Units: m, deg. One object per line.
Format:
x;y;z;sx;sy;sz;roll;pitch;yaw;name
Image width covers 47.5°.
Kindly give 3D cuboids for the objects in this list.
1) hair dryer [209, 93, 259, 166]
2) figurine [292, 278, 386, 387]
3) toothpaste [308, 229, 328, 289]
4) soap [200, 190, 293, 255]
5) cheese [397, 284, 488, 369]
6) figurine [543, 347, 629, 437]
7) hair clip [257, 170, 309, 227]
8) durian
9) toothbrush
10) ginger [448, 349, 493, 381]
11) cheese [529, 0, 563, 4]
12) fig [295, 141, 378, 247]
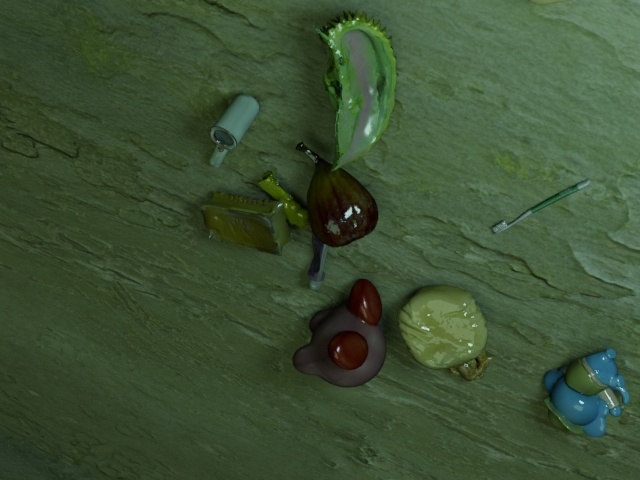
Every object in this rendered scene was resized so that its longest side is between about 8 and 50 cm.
-0.227;-0.250;1.803;0.073;0.131;0.236;31;149;-3;hair dryer
0.083;0.288;1.973;0.211;0.270;0.261;38;138;-14;figurine
0.000;0.000;1.916;0.075;0.048;0.301;32;129;35;toothpaste
-0.195;-0.047;1.913;0.233;0.076;0.135;10;136;27;soap
0.316;0.219;1.888;0.225;0.117;0.214;-16;101;19;cheese
0.682;0.392;1.854;0.180;0.154;0.262;42;133;4;figurine
-0.089;-0.101;1.877;0.072;0.046;0.173;-17;118;42;hair clip
0.076;-0.331;1.565;0.157;0.169;0.356;6;131;18;durian
0.503;-0.077;1.672;0.257;0.018;0.024;-30;102;36;toothbrush
0.367;0.327;1.997;0.193;0.052;0.176;-23;108;32;ginger
0.549;-0.560;1.248;0.383;0.104;0.384;11;127;15;cheese
0.022;-0.119;1.761;0.170;0.145;0.274;-30;100;-2;fig
